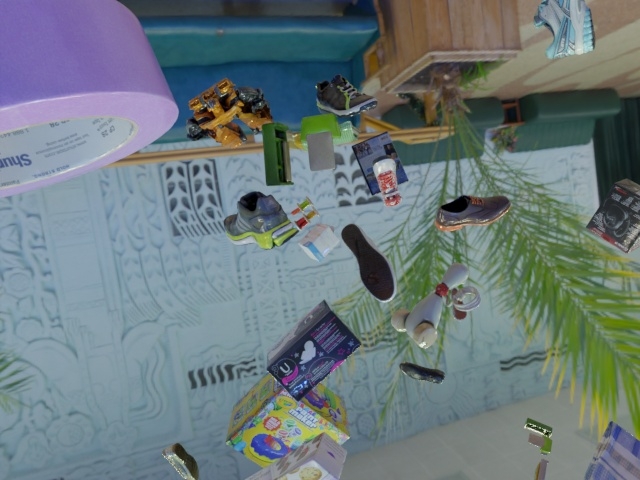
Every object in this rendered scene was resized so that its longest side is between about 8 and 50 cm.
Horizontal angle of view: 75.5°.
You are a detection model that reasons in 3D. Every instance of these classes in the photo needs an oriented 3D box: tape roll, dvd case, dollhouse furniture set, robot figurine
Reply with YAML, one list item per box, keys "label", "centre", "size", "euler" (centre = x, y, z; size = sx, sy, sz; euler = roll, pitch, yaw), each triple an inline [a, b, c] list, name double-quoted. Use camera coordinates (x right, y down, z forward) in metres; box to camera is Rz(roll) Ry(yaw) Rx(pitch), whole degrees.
- label: "tape roll"
  centre: [-0.281, -0.117, 0.382]
  size: [0.274, 0.090, 0.275]
  euler: [-23, -172, 3]
- label: "dvd case"
  centre: [0.269, -0.350, 1.883]
  size: [0.180, 0.253, 0.022]
  euler: [-22, 173, 3]
- label: "dollhouse furniture set"
  centre: [0.509, 0.509, 0.987]
  size: [0.058, 0.076, 0.152]
  euler: [14, -127, 27]
- label: "robot figurine"
  centre: [-0.222, -0.311, 1.034]
  size: [0.211, 0.085, 0.291]
  euler: [-29, 177, 8]
- label: "dollhouse furniture set"
  centre: [-0.006, -0.232, 1.116]
  size: [0.197, 0.151, 0.301]
  euler: [-4, -173, 16]

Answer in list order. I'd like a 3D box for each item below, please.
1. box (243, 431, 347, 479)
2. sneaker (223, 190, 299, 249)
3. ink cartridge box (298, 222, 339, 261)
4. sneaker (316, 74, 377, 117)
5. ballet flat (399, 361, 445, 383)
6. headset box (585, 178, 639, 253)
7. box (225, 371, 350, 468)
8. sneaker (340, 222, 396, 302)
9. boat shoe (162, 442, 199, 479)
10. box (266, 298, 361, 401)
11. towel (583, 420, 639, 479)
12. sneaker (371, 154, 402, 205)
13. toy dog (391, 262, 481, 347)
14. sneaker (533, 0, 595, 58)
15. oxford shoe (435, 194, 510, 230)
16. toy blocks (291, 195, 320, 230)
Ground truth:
- label: "box"
  centre: [-0.074, 0.487, 0.837]
  size: [0.324, 0.067, 0.063]
  euler: [-45, -176, 32]
- label: "sneaker"
  centre: [-0.161, -0.060, 1.013]
  size: [0.111, 0.121, 0.300]
  euler: [-31, -160, -31]
- label: "ink cartridge box"
  centre: [0.000, 0.000, 1.689]
  size: [0.143, 0.090, 0.092]
  euler: [-45, -151, -13]
- label: "sneaker"
  centre: [0.053, -0.386, 1.094]
  size: [0.084, 0.097, 0.234]
  euler: [-28, -148, -26]
- label: "ballet flat"
  centre: [0.385, 0.501, 1.573]
  size: [0.173, 0.057, 0.049]
  euler: [13, -158, 21]
- label: "headset box"
  centre: [0.401, -0.029, 0.545]
  size: [0.032, 0.083, 0.062]
  euler: [-18, -134, -26]
- label: "box"
  centre: [-0.106, 0.601, 1.383]
  size: [0.279, 0.290, 0.177]
  euler: [-47, -165, 12]
- label: "sneaker"
  centre: [0.174, 0.074, 1.337]
  size: [0.106, 0.290, 0.123]
  euler: [-33, 149, 15]
- label: "boat shoe"
  centre: [-0.420, 0.678, 1.254]
  size: [0.048, 0.153, 0.056]
  euler: [-23, -154, 5]
- label: "box"
  centre: [-0.027, 0.316, 1.228]
  size: [0.247, 0.142, 0.163]
  euler: [-41, -173, -3]
- label: "towel"
  centre: [0.777, 0.618, 1.025]
  size: [0.209, 0.034, 0.285]
  euler: [39, -127, 24]
- label: "sneaker"
  centre: [0.276, -0.229, 1.662]
  size: [0.090, 0.145, 0.270]
  euler: [-17, 162, 8]
- label: "toy dog"
  centre: [0.421, 0.251, 1.472]
  size: [0.333, 0.161, 0.220]
  euler: [-37, -143, 15]
- label: "sneaker"
  centre: [0.584, -0.591, 1.017]
  size: [0.122, 0.283, 0.110]
  euler: [-10, -174, 35]
- label: "oxford shoe"
  centre: [0.532, -0.111, 1.425]
  size: [0.271, 0.098, 0.097]
  euler: [-18, -131, -5]
- label: "toy blocks"
  centre: [-0.089, -0.105, 1.781]
  size: [0.148, 0.123, 0.054]
  euler: [-37, 143, 9]
